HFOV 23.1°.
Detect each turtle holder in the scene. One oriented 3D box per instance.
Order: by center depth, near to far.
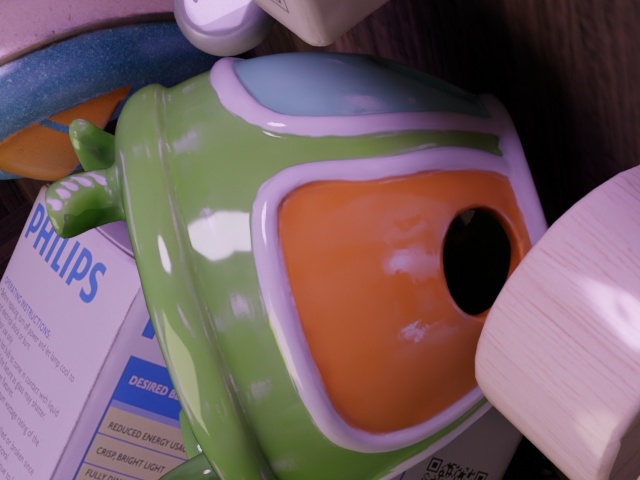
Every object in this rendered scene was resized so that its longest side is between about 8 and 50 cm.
[{"bbox_3d":[0.005,0.017,0.860,0.320,0.227,0.243,59,-167,-78],"label":"turtle holder"}]

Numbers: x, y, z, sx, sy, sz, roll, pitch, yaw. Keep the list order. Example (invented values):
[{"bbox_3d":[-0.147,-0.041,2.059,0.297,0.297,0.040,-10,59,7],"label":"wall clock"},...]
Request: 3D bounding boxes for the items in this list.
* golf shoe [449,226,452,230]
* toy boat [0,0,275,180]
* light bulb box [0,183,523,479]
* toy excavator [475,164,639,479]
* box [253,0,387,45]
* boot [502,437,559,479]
[{"bbox_3d":[0.053,0.011,1.045,0.176,0.086,0.069,51,169,14],"label":"golf shoe"},{"bbox_3d":[-0.146,-0.130,1.098,0.318,0.267,0.148,-41,73,47],"label":"toy boat"},{"bbox_3d":[-0.095,0.199,1.174,0.358,0.361,0.225,22,-173,-33],"label":"light bulb box"},{"bbox_3d":[0.165,0.167,0.828,0.433,0.445,0.222,2,-148,-48],"label":"toy excavator"},{"bbox_3d":[-0.033,-0.240,0.583,0.148,0.121,0.311,43,164,37],"label":"box"},{"bbox_3d":[0.147,0.188,1.281,0.121,0.045,0.099,29,157,44],"label":"boot"}]
